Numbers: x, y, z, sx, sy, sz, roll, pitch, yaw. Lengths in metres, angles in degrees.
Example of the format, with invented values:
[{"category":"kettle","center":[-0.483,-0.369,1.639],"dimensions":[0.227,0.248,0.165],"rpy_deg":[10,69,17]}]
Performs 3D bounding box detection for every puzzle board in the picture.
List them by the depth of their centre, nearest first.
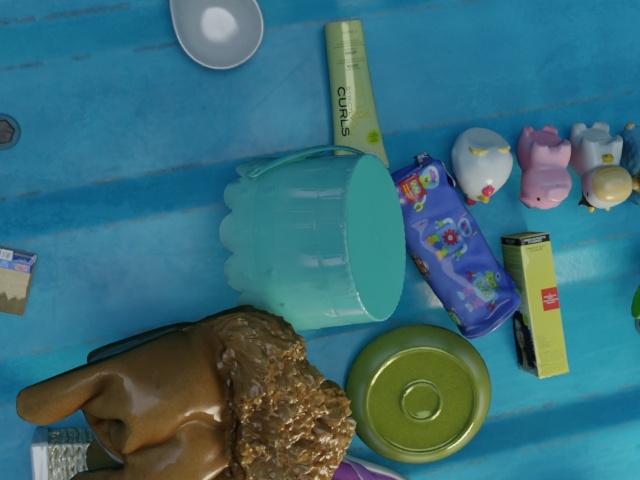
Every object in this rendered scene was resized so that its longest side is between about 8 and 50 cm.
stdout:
[{"category":"puzzle board","center":[-0.502,0.054,1.427],"dimensions":[0.128,0.011,0.096],"rpy_deg":[13,88,-12]}]

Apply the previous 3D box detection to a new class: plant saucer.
[{"category":"plant saucer","center":[0.160,0.255,1.524],"dimensions":[0.241,0.037,0.240],"rpy_deg":[-1,101,-4]}]

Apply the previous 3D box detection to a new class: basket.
[{"category":"basket","center":[-0.373,0.366,1.411],"dimensions":[0.103,0.113,0.167],"rpy_deg":[-3,92,-13]}]

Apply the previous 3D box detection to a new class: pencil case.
[{"category":"pencil case","center":[0.204,0.005,1.508],"dimensions":[0.133,0.119,0.306],"rpy_deg":[-35,98,-12]}]

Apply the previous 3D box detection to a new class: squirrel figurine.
[{"category":"squirrel figurine","center":[-0.144,0.295,1.271],"dimensions":[0.397,0.281,0.370],"rpy_deg":[-19,92,1]}]

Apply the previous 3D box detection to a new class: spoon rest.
[{"category":"spoon rest","center":[-0.195,-0.386,1.435],"dimensions":[0.137,0.084,0.276],"rpy_deg":[-37,97,-7]}]

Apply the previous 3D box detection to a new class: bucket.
[{"category":"bucket","center":[0.000,0.000,1.367],"dimensions":[0.183,0.281,0.281],"rpy_deg":[-4,93,23]}]

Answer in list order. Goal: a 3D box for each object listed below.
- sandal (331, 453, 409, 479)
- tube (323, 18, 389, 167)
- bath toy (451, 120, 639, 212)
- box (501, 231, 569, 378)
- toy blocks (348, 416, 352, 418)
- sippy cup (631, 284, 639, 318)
[{"category":"sandal","center":[0.018,0.398,1.438],"dimensions":[0.416,0.102,0.169],"rpy_deg":[33,85,-12]},{"category":"tube","center":[0.052,-0.227,1.503],"dimensions":[0.070,0.062,0.240],"rpy_deg":[-2,99,29]},{"category":"bath toy","center":[0.378,-0.108,1.540],"dimensions":[0.348,0.151,0.129],"rpy_deg":[-1,127,-11]},{"category":"box","center":[0.352,0.103,1.557],"dimensions":[0.058,0.087,0.232],"rpy_deg":[-9,93,-11]},{"category":"toy blocks","center":[-0.013,0.335,1.510],"dimensions":[0.148,0.054,0.123],"rpy_deg":[-14,94,-11]},{"category":"sippy cup","center":[0.681,0.162,1.565],"dimensions":[0.240,0.305,0.224],"rpy_deg":[15,103,-54]}]
